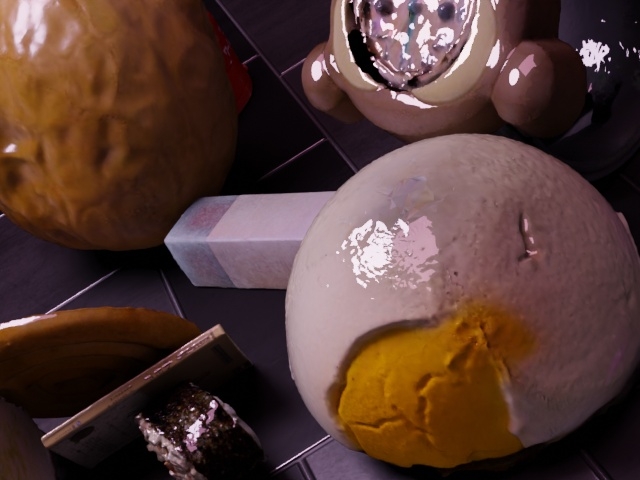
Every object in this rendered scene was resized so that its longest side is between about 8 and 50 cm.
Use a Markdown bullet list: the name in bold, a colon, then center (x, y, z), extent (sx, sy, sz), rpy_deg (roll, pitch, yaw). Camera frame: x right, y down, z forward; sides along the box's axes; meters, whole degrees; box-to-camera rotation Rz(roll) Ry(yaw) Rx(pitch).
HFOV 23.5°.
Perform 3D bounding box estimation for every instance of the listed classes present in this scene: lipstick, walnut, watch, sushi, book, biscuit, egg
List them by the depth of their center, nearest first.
- **egg**: center (0.104, 0.022, 1.291), extent (0.337, 0.201, 0.337), rpy_deg (-11, 48, 12)
- **sushi**: center (-0.115, 0.182, 1.416), extent (0.078, 0.090, 0.150), rpy_deg (-42, 24, -12)
- **watch**: center (0.196, -0.227, 1.482), extent (0.327, 0.335, 0.314), rpy_deg (1, 4, -44)
- **book**: center (-0.164, 0.154, 1.483), extent (0.199, 0.138, 0.016), rpy_deg (-32, 71, -2)
- **biscuit**: center (-0.236, 0.125, 1.489), extent (0.262, 0.262, 0.037), rpy_deg (-20, 66, 20)
- **lipstick**: center (0.000, 0.000, 1.597), extent (0.371, 0.076, 0.080), rpy_deg (-1, 41, 41)
- **walnut**: center (-0.272, -0.167, 1.773), extent (0.308, 0.398, 0.354), rpy_deg (-31, 33, -22)

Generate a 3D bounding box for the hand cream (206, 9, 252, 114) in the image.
- **hand cream**: center (-0.198, -0.210, 2.038), extent (0.193, 0.125, 0.193), rpy_deg (-22, 34, 16)

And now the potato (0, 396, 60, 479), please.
- **potato**: center (-0.396, 0.259, 1.450), extent (0.266, 0.229, 0.229), rpy_deg (-20, 32, 18)
